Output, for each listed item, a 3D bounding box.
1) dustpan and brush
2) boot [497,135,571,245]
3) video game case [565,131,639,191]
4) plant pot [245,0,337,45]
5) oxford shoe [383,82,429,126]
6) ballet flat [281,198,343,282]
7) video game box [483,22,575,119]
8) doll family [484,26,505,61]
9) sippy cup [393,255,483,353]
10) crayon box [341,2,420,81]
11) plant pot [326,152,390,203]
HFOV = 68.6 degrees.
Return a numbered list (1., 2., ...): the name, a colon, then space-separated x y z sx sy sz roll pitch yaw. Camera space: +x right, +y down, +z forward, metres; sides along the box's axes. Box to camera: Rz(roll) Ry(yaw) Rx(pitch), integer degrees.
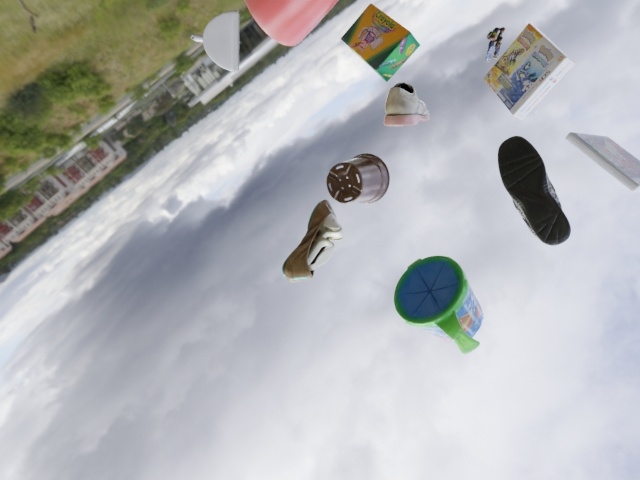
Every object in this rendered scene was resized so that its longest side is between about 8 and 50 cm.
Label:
1. dustpan and brush: -0.281 -0.533 1.243 0.211 0.147 0.060 17 -154 25
2. boot: 0.452 -0.098 1.008 0.085 0.236 0.178 -26 169 20
3. video game case: 0.699 -0.185 1.098 0.201 0.183 0.023 57 -43 34
4. plant pot: -0.066 -0.795 1.463 0.243 0.275 0.275 -21 -152 39
5. oxford shoe: 0.334 -0.518 1.760 0.140 0.147 0.397 2 -161 18
6. ballet flat: 0.000 0.000 1.511 0.124 0.116 0.342 5 -134 30
7. video game box: 0.569 -0.468 1.298 0.187 0.048 0.205 -51 -143 34
8. doll family: 0.757 -0.862 2.036 0.076 0.111 0.193 11 -128 8
9. sippy cup: 0.382 0.200 1.447 0.240 0.224 0.305 -11 -130 40
10. crayon box: 0.208 -0.709 1.674 0.165 0.081 0.278 -46 -131 16
11. plant pot: 0.112 -0.188 1.479 0.167 0.167 0.165 -27 178 32
